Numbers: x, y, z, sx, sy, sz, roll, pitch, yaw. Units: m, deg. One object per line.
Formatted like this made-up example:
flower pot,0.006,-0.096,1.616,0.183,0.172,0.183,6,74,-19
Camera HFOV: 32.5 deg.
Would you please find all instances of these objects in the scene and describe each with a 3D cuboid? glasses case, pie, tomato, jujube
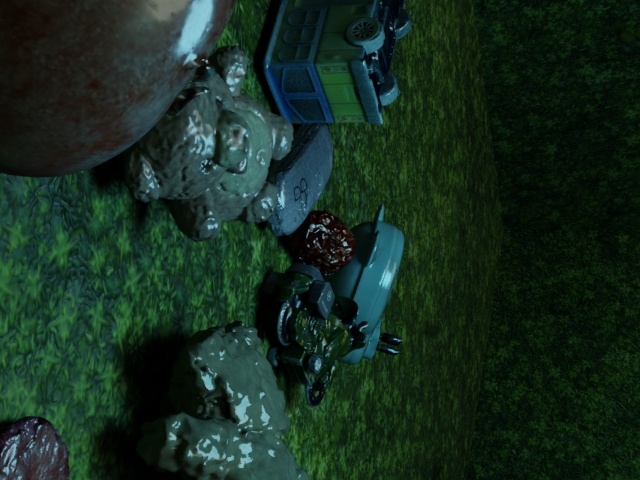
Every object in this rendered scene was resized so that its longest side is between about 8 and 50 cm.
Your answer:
glasses case,-0.034,-0.105,1.742,0.282,0.067,0.109,-57,146,-57
pie,-0.282,0.238,1.030,0.154,0.036,0.155,1,90,-73
tomato,-0.201,-0.200,0.810,0.282,0.316,0.317,34,52,-30
jujube,0.001,-0.004,1.804,0.166,0.104,0.104,52,43,-63

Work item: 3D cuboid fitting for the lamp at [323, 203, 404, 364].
lamp,0.076,0.090,1.961,0.209,0.147,0.284,-71,161,-64

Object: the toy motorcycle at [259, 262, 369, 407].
toy motorcycle,-0.009,0.135,1.756,0.275,0.124,0.187,69,37,-50

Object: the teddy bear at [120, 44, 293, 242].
teddy bear,-0.135,-0.117,1.289,0.267,0.151,0.236,47,53,-72

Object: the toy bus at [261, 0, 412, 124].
toy bus,0.033,-0.340,1.731,0.152,0.190,0.312,66,31,-52

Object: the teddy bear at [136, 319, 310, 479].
teddy bear,-0.128,0.278,1.331,0.357,0.224,0.368,53,26,-60
